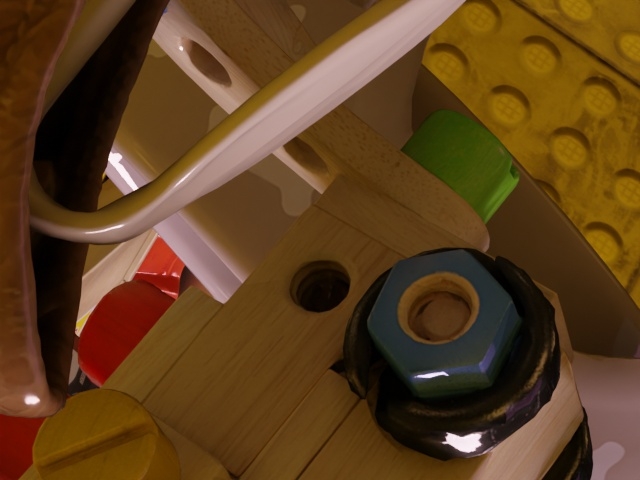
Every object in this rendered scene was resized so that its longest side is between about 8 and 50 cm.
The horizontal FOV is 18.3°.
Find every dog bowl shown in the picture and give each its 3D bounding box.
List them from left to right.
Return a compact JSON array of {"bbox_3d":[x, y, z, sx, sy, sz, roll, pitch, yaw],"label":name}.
[{"bbox_3d":[0.025,0.010,0.722,0.102,0.349,0.349,-42,180,-6],"label":"dog bowl"}]

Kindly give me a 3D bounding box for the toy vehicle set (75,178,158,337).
[{"bbox_3d":[-0.188,0.076,1.221,0.166,0.035,0.267,-44,172,-48],"label":"toy vehicle set"}]

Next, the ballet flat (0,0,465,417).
[{"bbox_3d":[0.001,-0.111,0.377,0.342,0.124,0.116,-56,173,-4],"label":"ballet flat"}]

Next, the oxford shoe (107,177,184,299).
[{"bbox_3d":[-0.114,-0.039,1.417,0.271,0.097,0.098,-54,-154,34],"label":"oxford shoe"}]

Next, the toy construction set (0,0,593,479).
[{"bbox_3d":[-0.065,0.040,0.482,0.328,0.215,0.151,-58,150,-4],"label":"toy construction set"}]

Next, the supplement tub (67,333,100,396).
[{"bbox_3d":[-0.170,0.126,0.965,0.106,0.106,0.198,-55,-166,32],"label":"supplement tub"}]

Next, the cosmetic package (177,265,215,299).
[{"bbox_3d":[0.000,0.000,1.531,0.138,0.224,0.225,-56,-149,35],"label":"cosmetic package"}]
